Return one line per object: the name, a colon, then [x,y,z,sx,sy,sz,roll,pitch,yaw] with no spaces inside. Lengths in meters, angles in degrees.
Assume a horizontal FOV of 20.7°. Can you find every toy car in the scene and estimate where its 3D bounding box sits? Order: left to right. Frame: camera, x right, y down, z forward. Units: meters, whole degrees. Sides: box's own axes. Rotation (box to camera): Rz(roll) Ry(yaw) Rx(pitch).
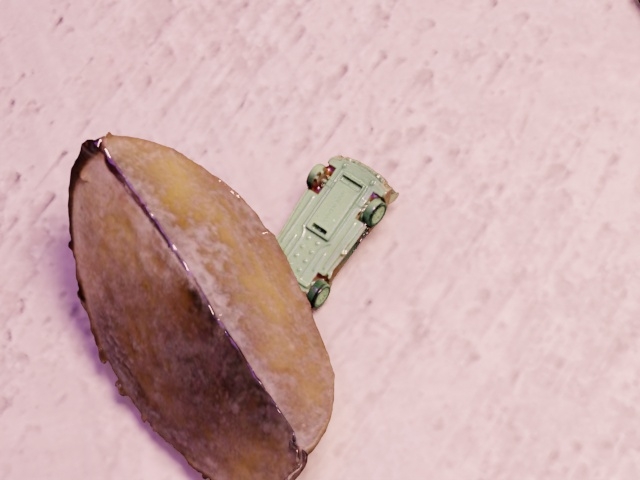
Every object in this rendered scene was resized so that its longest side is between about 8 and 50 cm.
toy car: [0.000,0.000,1.197,0.059,0.035,0.122,33,88,23]

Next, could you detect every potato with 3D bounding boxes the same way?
potato: [-0.074,0.053,1.163,0.100,0.120,0.261,-18,68,-45]

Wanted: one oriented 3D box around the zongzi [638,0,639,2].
zongzi: [0.256,-0.160,1.245,0.083,0.067,0.073,-7,72,26]
